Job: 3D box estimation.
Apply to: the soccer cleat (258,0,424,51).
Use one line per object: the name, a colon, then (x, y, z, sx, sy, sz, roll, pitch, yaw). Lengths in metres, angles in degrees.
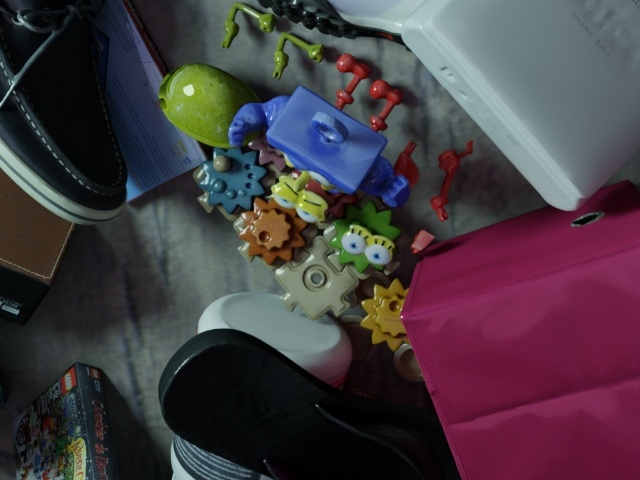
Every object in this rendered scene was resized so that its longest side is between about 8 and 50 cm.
soccer cleat: (0.062, -0.280, 0.984, 0.318, 0.108, 0.116, 16, 91, 9)

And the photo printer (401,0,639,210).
photo printer: (0.271, -0.222, 0.888, 0.307, 0.107, 0.256, -44, 99, -6)

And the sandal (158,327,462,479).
sandal: (0.023, 0.246, 0.994, 0.446, 0.107, 0.167, 27, 102, -27)

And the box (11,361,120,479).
box: (-0.344, 0.303, 1.206, 0.159, 0.233, 0.044, -42, 137, 22)

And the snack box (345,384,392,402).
snack box: (0.109, 0.241, 1.150, 0.178, 0.064, 0.022, 21, 113, 6)

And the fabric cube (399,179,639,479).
fabric cube: (0.257, 0.112, 0.966, 0.258, 0.254, 0.259, -18, 102, 16)

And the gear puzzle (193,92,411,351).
gear puzzle: (0.000, 0.000, 1.067, 0.175, 0.044, 0.339, -40, 87, 7)

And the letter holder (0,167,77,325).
letter holder: (-0.460, -0.063, 1.120, 0.302, 0.214, 0.152, 25, 145, -19)

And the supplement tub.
supplement tub: (-0.080, 0.219, 1.120, 0.191, 0.191, 0.272, 18, 110, 7)

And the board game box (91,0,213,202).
board game box: (-0.260, -0.195, 1.117, 0.145, 0.027, 0.281, -24, 101, 18)

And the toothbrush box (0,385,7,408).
toothbrush box: (-0.543, 0.168, 1.163, 0.216, 0.126, 0.295, 35, 156, 1)

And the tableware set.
tableware set: (0.093, 0.105, 1.134, 0.169, 0.020, 0.141, 15, 111, 8)

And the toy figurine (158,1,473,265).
toy figurine: (-0.003, -0.133, 0.944, 0.363, 0.217, 0.191, 35, 87, 2)

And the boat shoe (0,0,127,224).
boat shoe: (-0.329, -0.256, 1.005, 0.156, 0.187, 0.500, -18, 97, 24)
